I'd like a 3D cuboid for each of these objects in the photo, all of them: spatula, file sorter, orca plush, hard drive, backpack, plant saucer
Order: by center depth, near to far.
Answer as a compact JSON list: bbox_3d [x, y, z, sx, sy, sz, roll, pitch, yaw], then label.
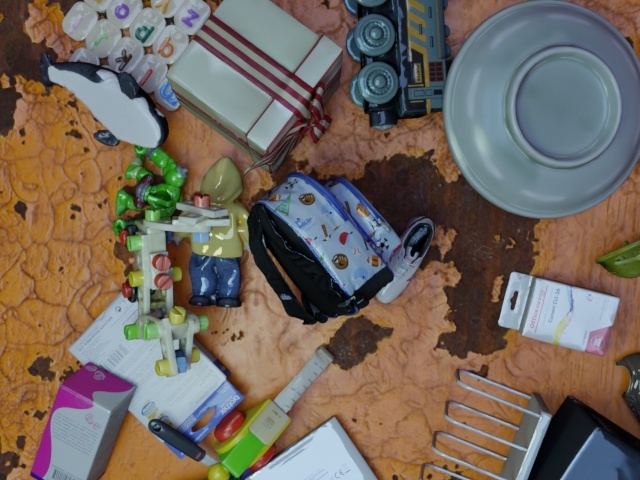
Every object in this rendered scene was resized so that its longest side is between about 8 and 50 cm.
[{"bbox_3d":[0.422,-0.237,1.834,0.400,0.100,0.401,0,93,-10],"label":"plant saucer"},{"bbox_3d":[0.000,0.000,1.848,0.263,0.276,0.213,45,68,-6],"label":"backpack"},{"bbox_3d":[0.285,0.399,1.877,0.173,0.193,0.278,20,94,6],"label":"file sorter"},{"bbox_3d":[-0.393,-0.266,1.937,0.287,0.102,0.151,19,116,19],"label":"orca plush"},{"bbox_3d":[-0.209,0.421,1.959,0.296,0.030,0.084,38,94,-24],"label":"spatula"},{"bbox_3d":[0.030,0.528,1.962,0.210,0.040,0.319,-34,89,-4],"label":"hard drive"}]

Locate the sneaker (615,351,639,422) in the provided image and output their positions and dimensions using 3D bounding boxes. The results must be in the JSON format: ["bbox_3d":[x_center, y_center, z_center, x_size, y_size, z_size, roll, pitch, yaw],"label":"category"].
[{"bbox_3d":[0.605,0.303,1.918,0.071,0.066,0.188,-12,86,22],"label":"sneaker"}]

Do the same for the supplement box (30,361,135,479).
[{"bbox_3d":[-0.450,0.361,1.938,0.111,0.114,0.220,27,114,7],"label":"supplement box"}]

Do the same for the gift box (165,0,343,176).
[{"bbox_3d":[-0.112,-0.262,1.851,0.258,0.255,0.276,35,89,4],"label":"gift box"}]

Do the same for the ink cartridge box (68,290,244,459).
[{"bbox_3d":[-0.313,0.250,1.981,0.311,0.065,0.186,45,95,3],"label":"ink cartridge box"}]

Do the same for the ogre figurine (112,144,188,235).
[{"bbox_3d":[-0.323,-0.088,1.951,0.118,0.097,0.197,22,83,15],"label":"ogre figurine"}]

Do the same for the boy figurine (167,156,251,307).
[{"bbox_3d":[-0.202,-0.016,1.946,0.177,0.092,0.285,1,92,5],"label":"boy figurine"}]

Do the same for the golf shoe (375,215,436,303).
[{"bbox_3d":[0.154,0.036,1.922,0.067,0.086,0.186,28,96,1],"label":"golf shoe"}]

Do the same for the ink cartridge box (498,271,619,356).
[{"bbox_3d":[0.443,0.135,1.912,0.198,0.067,0.115,13,94,4],"label":"ink cartridge box"}]

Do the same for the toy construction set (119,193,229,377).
[{"bbox_3d":[-0.275,0.066,1.846,0.151,0.215,0.328,10,98,-32],"label":"toy construction set"}]

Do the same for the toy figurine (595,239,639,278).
[{"bbox_3d":[0.711,0.052,1.834,0.362,0.191,0.217,-26,95,6],"label":"toy figurine"}]

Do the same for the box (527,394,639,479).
[{"bbox_3d":[0.569,0.487,1.805,0.395,0.293,0.212,32,94,2],"label":"box"}]

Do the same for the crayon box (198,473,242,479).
[{"bbox_3d":[-0.195,0.595,1.950,0.165,0.081,0.279,-16,103,5],"label":"crayon box"}]

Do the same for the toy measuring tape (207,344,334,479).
[{"bbox_3d":[-0.104,0.332,1.951,0.121,0.121,0.330,40,68,2],"label":"toy measuring tape"}]

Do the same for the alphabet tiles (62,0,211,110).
[{"bbox_3d":[-0.353,-0.383,1.976,0.284,0.021,0.278,37,94,2],"label":"alphabet tiles"}]

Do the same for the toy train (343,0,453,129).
[{"bbox_3d":[0.147,-0.372,1.887,0.190,0.142,0.334,-4,90,-7],"label":"toy train"}]
